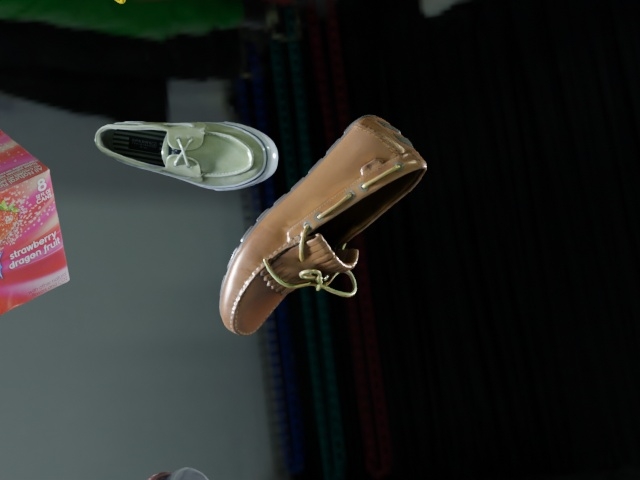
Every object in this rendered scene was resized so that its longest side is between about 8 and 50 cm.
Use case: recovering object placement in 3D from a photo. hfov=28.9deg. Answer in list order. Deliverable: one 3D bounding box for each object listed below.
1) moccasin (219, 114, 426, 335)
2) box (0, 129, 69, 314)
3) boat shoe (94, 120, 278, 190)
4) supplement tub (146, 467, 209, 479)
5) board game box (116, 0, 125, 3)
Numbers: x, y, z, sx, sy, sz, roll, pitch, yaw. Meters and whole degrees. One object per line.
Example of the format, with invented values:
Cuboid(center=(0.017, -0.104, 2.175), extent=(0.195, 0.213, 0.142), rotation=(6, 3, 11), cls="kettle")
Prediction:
Cuboid(center=(0.001, 0.001, 1.771), extent=(0.380, 0.147, 0.139), rotation=(-45, -25, 9), cls="moccasin")
Cuboid(center=(-0.360, 0.013, 1.060), extent=(0.257, 0.128, 0.123), rotation=(-28, 44, -31), cls="box")
Cuboid(center=(-0.215, -0.135, 1.947), extent=(0.302, 0.109, 0.094), rotation=(6, 8, 25), cls="boat shoe")
Cuboid(center=(-0.224, 0.384, 1.688), extent=(0.106, 0.106, 0.198), rotation=(1, -34, -43), cls="supplement tub")
Cuboid(center=(-0.434, -0.484, 1.725), extent=(0.390, 0.050, 0.390), rotation=(12, -20, -9), cls="board game box")
